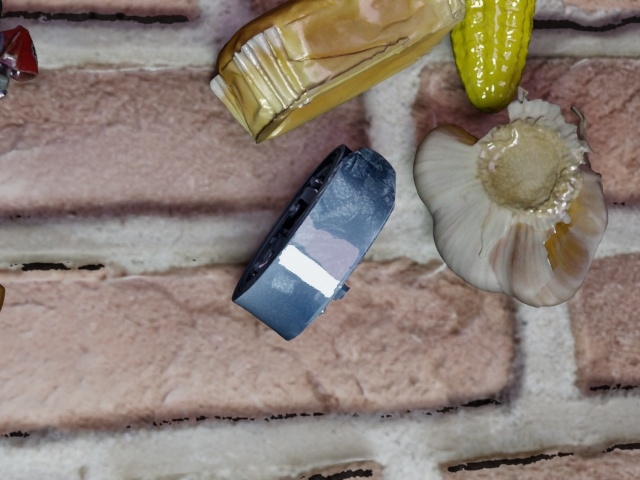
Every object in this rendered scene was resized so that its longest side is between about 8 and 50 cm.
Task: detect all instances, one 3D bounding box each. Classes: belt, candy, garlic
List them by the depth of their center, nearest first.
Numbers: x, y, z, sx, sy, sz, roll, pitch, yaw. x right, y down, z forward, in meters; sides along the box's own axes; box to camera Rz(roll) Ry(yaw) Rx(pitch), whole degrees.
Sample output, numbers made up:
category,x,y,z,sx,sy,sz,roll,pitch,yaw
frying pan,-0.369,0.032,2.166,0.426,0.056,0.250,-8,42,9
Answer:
category,x,y,z,sx,sy,sz,roll,pitch,yaw
belt,0.000,0.000,1.610,0.082,0.141,0.190,37,69,-10
garlic,0.214,-0.072,1.668,0.207,0.207,0.256,42,64,-7
candy,0.170,-0.225,1.727,0.094,0.106,0.198,4,83,1

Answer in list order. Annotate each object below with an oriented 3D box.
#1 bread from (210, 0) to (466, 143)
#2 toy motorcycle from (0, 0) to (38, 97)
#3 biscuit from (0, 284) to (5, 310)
category,x,y,z,sx,sy,sz,roll,pitch,yaw
bread,0.017,-0.194,1.652,0.241,0.136,0.107,-31,89,-21
toy motorcycle,-0.339,-0.137,1.558,0.122,0.082,0.213,34,81,1
biscuit,-0.497,0.084,1.384,0.395,0.166,0.342,37,73,-28
